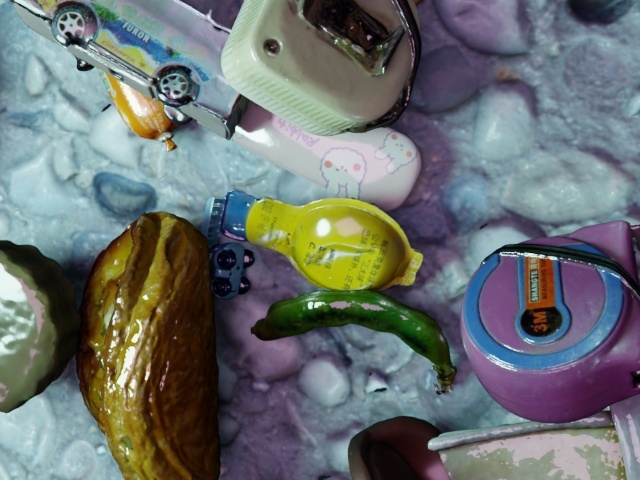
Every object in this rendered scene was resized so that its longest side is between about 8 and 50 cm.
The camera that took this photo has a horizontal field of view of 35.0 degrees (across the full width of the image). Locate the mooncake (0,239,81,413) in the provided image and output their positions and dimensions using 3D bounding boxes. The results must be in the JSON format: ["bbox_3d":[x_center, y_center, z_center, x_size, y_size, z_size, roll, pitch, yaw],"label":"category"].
[{"bbox_3d":[-0.432,0.109,1.339,0.228,0.124,0.228,1,96,8],"label":"mooncake"}]

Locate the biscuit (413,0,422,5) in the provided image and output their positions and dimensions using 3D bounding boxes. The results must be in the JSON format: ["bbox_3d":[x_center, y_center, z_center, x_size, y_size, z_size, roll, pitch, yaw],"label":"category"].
[{"bbox_3d":[0.023,-0.444,1.335,0.339,0.047,0.216,30,98,7],"label":"biscuit"}]

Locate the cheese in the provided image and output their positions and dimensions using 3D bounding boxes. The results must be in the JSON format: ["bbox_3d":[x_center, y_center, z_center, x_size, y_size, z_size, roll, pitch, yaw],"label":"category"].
[{"bbox_3d":[0.000,0.000,1.332,0.270,0.069,0.177,16,135,0],"label":"cheese"}]

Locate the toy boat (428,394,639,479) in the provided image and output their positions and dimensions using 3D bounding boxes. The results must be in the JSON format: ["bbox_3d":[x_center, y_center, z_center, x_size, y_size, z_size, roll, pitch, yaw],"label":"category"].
[{"bbox_3d":[0.335,0.306,1.302,0.293,0.111,0.276,-30,89,14],"label":"toy boat"}]

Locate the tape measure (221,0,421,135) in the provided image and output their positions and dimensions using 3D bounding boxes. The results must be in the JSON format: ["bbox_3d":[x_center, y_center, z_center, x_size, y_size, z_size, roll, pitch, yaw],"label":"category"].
[{"bbox_3d":[0.028,-0.272,1.245,0.231,0.133,0.271,27,69,-23],"label":"tape measure"}]

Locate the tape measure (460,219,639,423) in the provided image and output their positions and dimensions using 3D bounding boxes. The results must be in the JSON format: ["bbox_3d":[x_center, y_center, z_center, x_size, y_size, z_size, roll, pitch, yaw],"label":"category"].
[{"bbox_3d":[0.298,0.104,1.241,0.245,0.149,0.231,-8,49,18],"label":"tape measure"}]

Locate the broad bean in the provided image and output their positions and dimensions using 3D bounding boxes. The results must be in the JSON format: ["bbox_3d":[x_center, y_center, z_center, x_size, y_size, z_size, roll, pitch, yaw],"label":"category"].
[{"bbox_3d":[0.047,0.121,1.351,0.292,0.049,0.144,15,131,8],"label":"broad bean"}]

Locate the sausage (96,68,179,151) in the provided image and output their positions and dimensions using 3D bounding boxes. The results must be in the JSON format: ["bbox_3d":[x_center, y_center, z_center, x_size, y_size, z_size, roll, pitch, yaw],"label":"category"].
[{"bbox_3d":[-0.269,-0.263,1.382,0.093,0.093,0.312,-24,90,12],"label":"sausage"}]

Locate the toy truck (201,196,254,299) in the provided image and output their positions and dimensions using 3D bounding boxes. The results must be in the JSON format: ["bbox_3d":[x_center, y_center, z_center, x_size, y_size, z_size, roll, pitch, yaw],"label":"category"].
[{"bbox_3d":[-0.132,0.012,1.396,0.074,0.063,0.136,16,97,31],"label":"toy truck"}]

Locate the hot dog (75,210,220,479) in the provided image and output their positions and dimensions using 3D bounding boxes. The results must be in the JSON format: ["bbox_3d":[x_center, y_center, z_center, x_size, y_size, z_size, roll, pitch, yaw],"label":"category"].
[{"bbox_3d":[-0.227,0.156,1.338,0.174,0.267,0.387,-5,97,-25],"label":"hot dog"}]

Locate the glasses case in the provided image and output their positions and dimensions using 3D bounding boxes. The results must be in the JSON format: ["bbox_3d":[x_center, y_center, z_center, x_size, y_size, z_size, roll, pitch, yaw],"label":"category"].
[{"bbox_3d":[-0.006,-0.138,1.349,0.297,0.075,0.113,27,99,9],"label":"glasses case"}]

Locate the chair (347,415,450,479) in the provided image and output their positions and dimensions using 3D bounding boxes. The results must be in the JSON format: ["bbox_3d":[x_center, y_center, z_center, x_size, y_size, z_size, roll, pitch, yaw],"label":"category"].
[{"bbox_3d":[0.004,0.398,1.315,0.401,0.226,0.226,-32,88,11],"label":"chair"}]

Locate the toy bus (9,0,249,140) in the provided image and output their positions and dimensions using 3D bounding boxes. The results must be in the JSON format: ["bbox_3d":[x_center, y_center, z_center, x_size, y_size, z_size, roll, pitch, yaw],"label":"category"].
[{"bbox_3d":[-0.224,-0.254,1.287,0.317,0.112,0.138,29,81,0],"label":"toy bus"}]
